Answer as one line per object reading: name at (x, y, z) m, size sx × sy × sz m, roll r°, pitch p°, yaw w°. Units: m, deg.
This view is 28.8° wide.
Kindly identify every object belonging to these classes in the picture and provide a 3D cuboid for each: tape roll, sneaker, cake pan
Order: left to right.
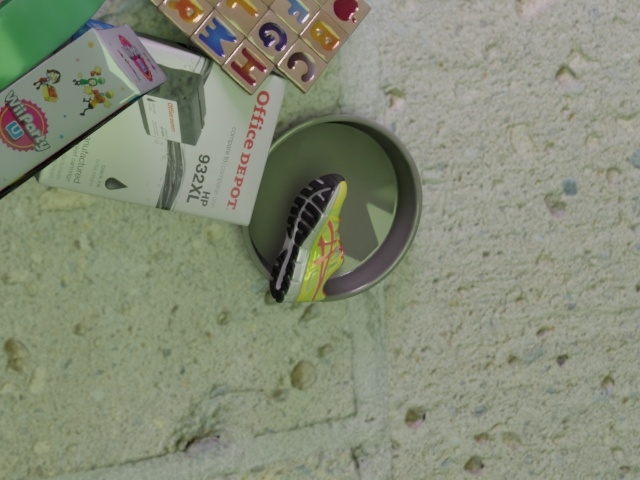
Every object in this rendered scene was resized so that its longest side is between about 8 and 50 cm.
tape roll at (-0.414, -0.250, 1.533) m, size 0.321 × 0.321 × 0.077 m, roll -38°, pitch 114°, yaw -6°
sneaker at (0.000, 0.000, 1.847) m, size 0.094 × 0.081 × 0.209 m, roll 14°, pitch 107°, yaw -31°
cake pan at (0.013, -0.053, 1.902) m, size 0.293 × 0.054 × 0.293 m, roll -6°, pitch 108°, yaw -19°

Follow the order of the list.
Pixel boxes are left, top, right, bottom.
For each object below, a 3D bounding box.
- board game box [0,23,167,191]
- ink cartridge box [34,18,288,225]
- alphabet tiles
board game box at (-0.348, -0.139, 1.515) m, size 0.303 × 0.224 × 0.097 m, roll -35°, pitch 99°, yaw 8°
ink cartridge box at (-0.227, -0.164, 1.736) m, size 0.307 × 0.129 × 0.223 m, roll 12°, pitch 101°, yaw -23°
alphabet tiles at (-0.097, -0.377, 1.708) m, size 0.342 × 0.011 × 0.285 m, roll 42°, pitch 68°, yaw -15°
